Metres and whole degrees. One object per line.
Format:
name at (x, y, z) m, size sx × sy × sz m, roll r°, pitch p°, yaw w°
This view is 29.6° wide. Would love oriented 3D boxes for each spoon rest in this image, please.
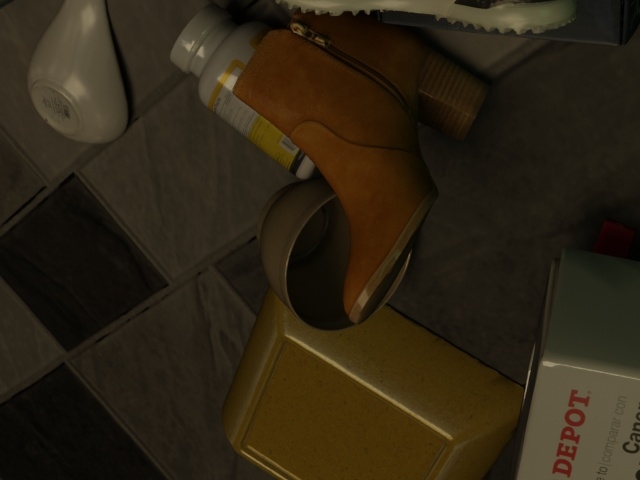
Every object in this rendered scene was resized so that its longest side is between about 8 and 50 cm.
spoon rest at (-0.274, -0.213, 1.339) m, size 0.137 × 0.084 × 0.276 m, roll 27°, pitch 145°, yaw 15°

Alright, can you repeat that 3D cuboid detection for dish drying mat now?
dish drying mat at (0.281, 0.017, 1.183) m, size 0.032 × 0.008 × 0.083 m, roll 23°, pitch 130°, yaw 16°

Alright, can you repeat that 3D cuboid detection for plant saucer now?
plant saucer at (0.036, 0.220, 1.436) m, size 0.332 × 0.081 × 0.333 m, roll 31°, pitch 133°, yaw 10°

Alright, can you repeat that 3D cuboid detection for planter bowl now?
planter bowl at (0.000, 0.000, 1.264) m, size 0.109 × 0.162 × 0.162 m, roll 32°, pitch 139°, yaw 46°

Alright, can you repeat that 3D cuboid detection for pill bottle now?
pill bottle at (-0.056, -0.153, 1.210) m, size 0.184 × 0.103 × 0.103 m, roll 38°, pitch 134°, yaw 4°

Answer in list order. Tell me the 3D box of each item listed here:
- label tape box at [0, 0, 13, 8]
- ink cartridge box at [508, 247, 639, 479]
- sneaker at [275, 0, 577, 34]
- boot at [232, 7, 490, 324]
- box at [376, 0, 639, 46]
label tape box at (-0.416, -0.430, 1.239) m, size 0.249 × 0.115 × 0.348 m, roll 30°, pitch 130°, yaw 11°
ink cartridge box at (0.372, 0.191, 1.094) m, size 0.384 × 0.160 × 0.279 m, roll 11°, pitch 129°, yaw 11°
sneaker at (0.069, -0.261, 0.983) m, size 0.293 × 0.102 × 0.146 m, roll 11°, pitch 123°, yaw 22°
boot at (0.011, -0.084, 1.097) m, size 0.211 × 0.295 × 0.104 m, roll 25°, pitch 152°, yaw 4°
box at (0.154, -0.268, 1.024) m, size 0.232 × 0.059 × 0.183 m, roll 12°, pitch 128°, yaw 26°
